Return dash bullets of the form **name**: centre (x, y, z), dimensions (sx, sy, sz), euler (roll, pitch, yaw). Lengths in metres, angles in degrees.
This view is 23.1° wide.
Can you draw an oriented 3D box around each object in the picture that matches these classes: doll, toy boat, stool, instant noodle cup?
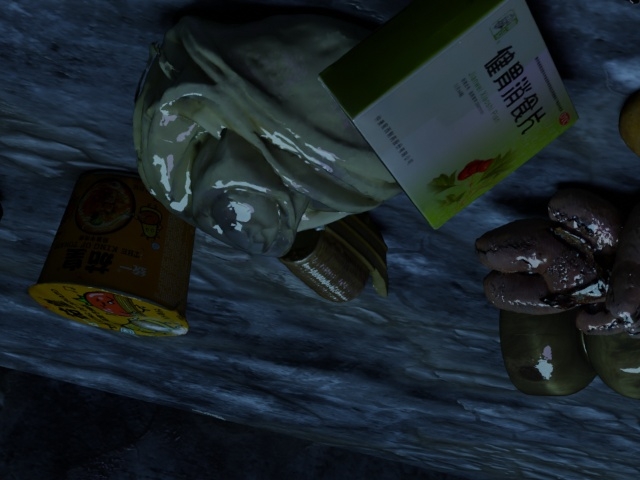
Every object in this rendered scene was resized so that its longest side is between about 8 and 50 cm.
- **doll**: centre (0.309, 0.046, 1.755), dimensions (0.303, 0.156, 0.201), euler (-6, 122, 28)
- **toy boat**: centre (0.000, 0.000, 1.934), dimensions (0.089, 0.115, 0.310), euler (2, 160, 27)
- **stool**: centre (0.376, 0.108, 1.928), dimensions (0.264, 0.179, 0.179), euler (0, 159, 34)
- **instant noodle cup**: centre (-0.258, 0.017, 2.052), dimensions (0.216, 0.172, 0.216), euler (11, 163, 3)

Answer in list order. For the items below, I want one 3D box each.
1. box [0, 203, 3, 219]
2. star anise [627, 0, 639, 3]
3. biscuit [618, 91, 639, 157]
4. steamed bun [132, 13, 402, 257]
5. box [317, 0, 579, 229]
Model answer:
- **box**: centre (-0.584, -0.086, 2.104), dimensions (0.289, 0.073, 0.290), euler (10, 162, 4)
- **star anise**: centre (0.199, -0.232, 1.140), dimensions (0.288, 0.088, 0.288), euler (10, 165, 3)
- **biscuit**: centre (0.361, -0.107, 1.514), dimensions (0.144, 0.033, 0.224), euler (12, 162, -2)
- **steamed bun**: centre (-0.042, -0.087, 1.544), dimensions (0.280, 0.207, 0.268), euler (6, 161, 11)
- **box**: centre (0.121, -0.125, 1.390), dimensions (0.175, 0.062, 0.260), euler (-38, 151, 4)
